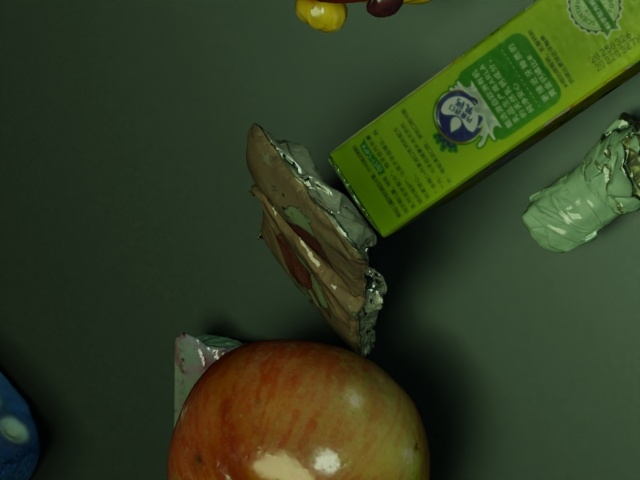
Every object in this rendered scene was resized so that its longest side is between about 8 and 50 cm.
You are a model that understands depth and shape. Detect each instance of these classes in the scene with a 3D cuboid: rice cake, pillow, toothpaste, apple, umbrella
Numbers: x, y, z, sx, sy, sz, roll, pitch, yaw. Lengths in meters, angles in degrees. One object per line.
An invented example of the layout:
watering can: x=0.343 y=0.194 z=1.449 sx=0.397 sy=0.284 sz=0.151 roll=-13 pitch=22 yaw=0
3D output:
rice cake: x=-0.082 y=0.214 z=1.652 sx=0.081 sy=0.051 sz=0.290 roll=7 pitch=107 yaw=24
pillow: x=0.000 y=0.000 z=1.472 sx=0.049 sy=0.248 sz=0.135 roll=-39 pitch=72 yaw=-14
toothpaste: x=0.159 y=-0.122 z=1.393 sx=0.327 sy=0.110 sz=0.077 roll=-35 pitch=87 yaw=32
apple: x=-0.016 y=0.175 z=1.527 sx=0.209 sy=0.164 sz=0.209 roll=9 pitch=124 yaw=13
umbrella: x=0.208 y=-0.043 z=1.421 sx=0.143 sy=0.062 sz=0.067 roll=-43 pitch=50 yaw=31

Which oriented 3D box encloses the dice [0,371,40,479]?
dice: x=-0.343 y=0.189 z=1.736 sx=0.143 sy=0.146 sz=0.146 roll=44 pitch=119 yaw=10

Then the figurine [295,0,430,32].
figurine: x=0.029 y=-0.299 z=1.367 sx=0.320 sy=0.196 sz=0.323 roll=-23 pitch=82 yaw=26
